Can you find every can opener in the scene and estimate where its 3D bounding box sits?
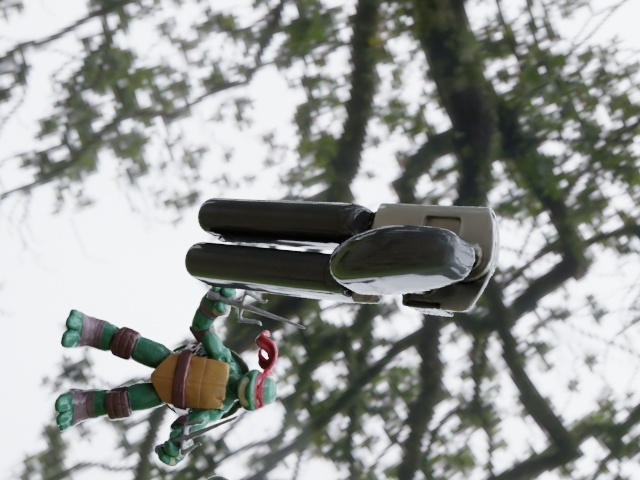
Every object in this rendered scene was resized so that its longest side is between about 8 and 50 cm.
[{"bbox_3d":[0.000,0.000,1.068,0.283,0.095,0.076,4,-107,41],"label":"can opener"}]

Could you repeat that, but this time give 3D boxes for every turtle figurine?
[{"bbox_3d":[-0.130,0.133,1.424,0.234,0.118,0.175,4,-111,13],"label":"turtle figurine"}]

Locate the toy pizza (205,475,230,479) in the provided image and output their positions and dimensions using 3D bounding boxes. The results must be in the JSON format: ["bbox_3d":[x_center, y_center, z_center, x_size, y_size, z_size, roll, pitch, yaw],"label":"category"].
[{"bbox_3d":[-0.068,0.318,1.415,0.201,0.032,0.201,34,-49,53],"label":"toy pizza"}]
